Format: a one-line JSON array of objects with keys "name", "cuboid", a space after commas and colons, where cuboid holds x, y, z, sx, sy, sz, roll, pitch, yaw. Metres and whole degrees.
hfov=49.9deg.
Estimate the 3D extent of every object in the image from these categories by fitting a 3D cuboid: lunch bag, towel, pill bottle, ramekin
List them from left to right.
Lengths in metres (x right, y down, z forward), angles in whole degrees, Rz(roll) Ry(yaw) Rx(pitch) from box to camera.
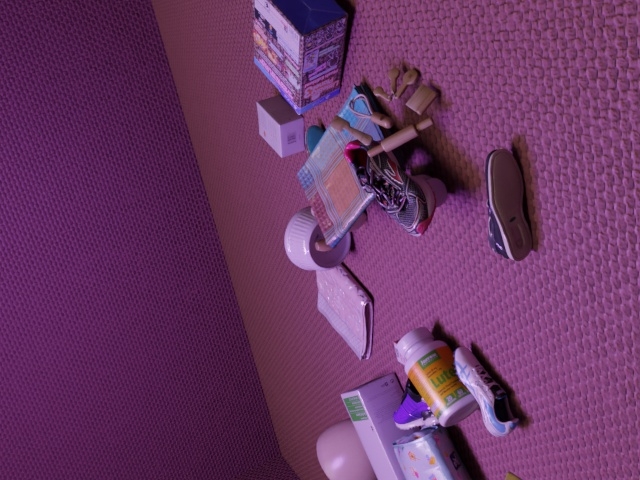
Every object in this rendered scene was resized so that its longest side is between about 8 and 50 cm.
[{"name": "ramekin", "cuboid": [0.000, 0.000, 2.169, 0.109, 0.207, 0.207, 17, 126, 53]}, {"name": "towel", "cuboid": [0.075, 0.215, 2.394, 0.332, 0.053, 0.317, 48, 151, 42]}, {"name": "towel", "cuboid": [0.065, -0.191, 1.820, 0.370, 0.040, 0.271, -52, 51, 42]}, {"name": "pill bottle", "cuboid": [0.227, -0.108, 1.639, 0.169, 0.094, 0.094, 1, 111, 68]}, {"name": "lunch bag", "cuboid": [0.338, 0.668, 2.029, 0.223, 0.160, 0.262, 65, 165, 12]}, {"name": "pill bottle", "cuboid": [0.309, 0.353, 1.820, 0.246, 0.136, 0.136, 55, 156, 31]}]

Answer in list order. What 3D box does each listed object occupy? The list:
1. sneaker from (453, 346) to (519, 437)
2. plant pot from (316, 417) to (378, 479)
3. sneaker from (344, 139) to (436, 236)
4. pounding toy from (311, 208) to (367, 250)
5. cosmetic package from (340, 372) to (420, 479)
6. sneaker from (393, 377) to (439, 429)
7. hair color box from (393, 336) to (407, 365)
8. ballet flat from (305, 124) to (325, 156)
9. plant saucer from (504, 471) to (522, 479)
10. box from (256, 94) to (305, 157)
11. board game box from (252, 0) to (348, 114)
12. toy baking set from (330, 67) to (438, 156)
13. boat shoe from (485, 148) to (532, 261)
[{"name": "sneaker", "cuboid": [0.407, 0.360, 1.686, 0.086, 0.085, 0.237, -48, 59, 38]}, {"name": "plant pot", "cuboid": [0.155, 0.745, 2.466, 0.191, 0.284, 0.284, -51, 56, 27]}, {"name": "sneaker", "cuboid": [0.152, -0.119, 1.556, 0.299, 0.112, 0.121, 56, 130, 39]}, {"name": "pounding toy", "cuboid": [0.076, -0.095, 1.983, 0.155, 0.154, 0.270, 37, 124, 52]}, {"name": "cosmetic package", "cuboid": [0.230, 0.642, 2.277, 0.366, 0.155, 0.197, 66, 158, 11]}, {"name": "sneaker", "cuboid": [0.292, 0.476, 2.055, 0.146, 0.102, 0.293, 69, 155, 10]}, {"name": "hair color box", "cuboid": [0.275, 0.343, 2.029, 0.141, 0.043, 0.072, 23, 131, 61]}, {"name": "ballet flat", "cuboid": [0.013, -0.242, 2.093, 0.079, 0.076, 0.222, 74, 171, -81]}, {"name": "plant saucer", "cuboid": [0.533, 0.708, 1.735, 0.188, 0.045, 0.188, 15, 124, 65]}, {"name": "box", "cuboid": [-0.131, -0.379, 2.275, 0.170, 0.091, 0.130, 50, 153, 40]}, {"name": "board game box", "cuboid": [-0.060, -0.526, 1.810, 0.232, 0.141, 0.291, 52, 160, 21]}, {"name": "toy baking set", "cuboid": [0.145, -0.283, 1.555, 0.030, 0.256, 0.197, 33, -146, -48]}, {"name": "boat shoe", "cuboid": [0.356, -0.071, 1.368, 0.079, 0.084, 0.233, 27, 138, 60]}]
